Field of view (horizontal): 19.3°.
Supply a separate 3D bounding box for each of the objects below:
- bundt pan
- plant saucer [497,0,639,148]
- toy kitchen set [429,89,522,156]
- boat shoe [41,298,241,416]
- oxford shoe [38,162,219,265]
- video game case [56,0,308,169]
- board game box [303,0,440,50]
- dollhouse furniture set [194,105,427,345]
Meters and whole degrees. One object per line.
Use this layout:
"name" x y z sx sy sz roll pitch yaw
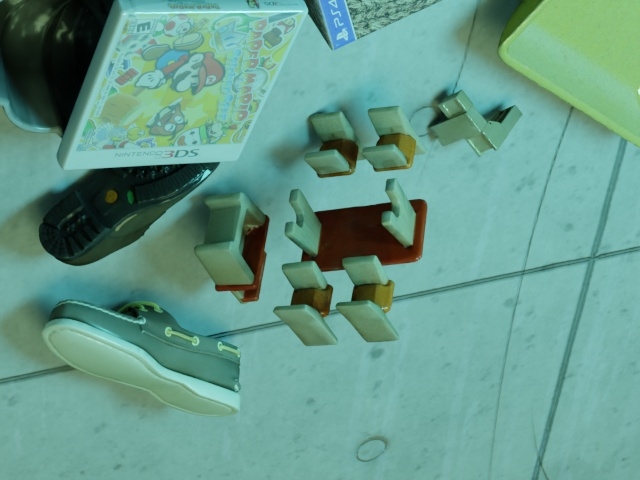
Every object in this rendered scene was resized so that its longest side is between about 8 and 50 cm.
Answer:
"bundt pan" -0.199 -0.251 1.865 0.331 0.124 0.331 -18 147 -13
"plant saucer" 0.397 -0.295 2.207 0.333 0.081 0.333 25 116 -43
"toy kitchen set" 0.181 -0.151 2.271 0.068 0.075 0.083 -20 115 49
"boat shoe" -0.210 0.128 2.276 0.109 0.091 0.305 -12 150 40
"oxford shoe" -0.209 -0.049 2.129 0.227 0.083 0.096 -31 161 -1
"video game case" -0.141 -0.157 1.901 0.206 0.026 0.227 -5 142 -30
"board game box" 0.091 -0.372 1.917 0.291 0.141 0.232 -26 138 -5
"dollhouse furniture set" 0.000 0.000 2.170 0.259 0.262 0.135 -5 147 25
